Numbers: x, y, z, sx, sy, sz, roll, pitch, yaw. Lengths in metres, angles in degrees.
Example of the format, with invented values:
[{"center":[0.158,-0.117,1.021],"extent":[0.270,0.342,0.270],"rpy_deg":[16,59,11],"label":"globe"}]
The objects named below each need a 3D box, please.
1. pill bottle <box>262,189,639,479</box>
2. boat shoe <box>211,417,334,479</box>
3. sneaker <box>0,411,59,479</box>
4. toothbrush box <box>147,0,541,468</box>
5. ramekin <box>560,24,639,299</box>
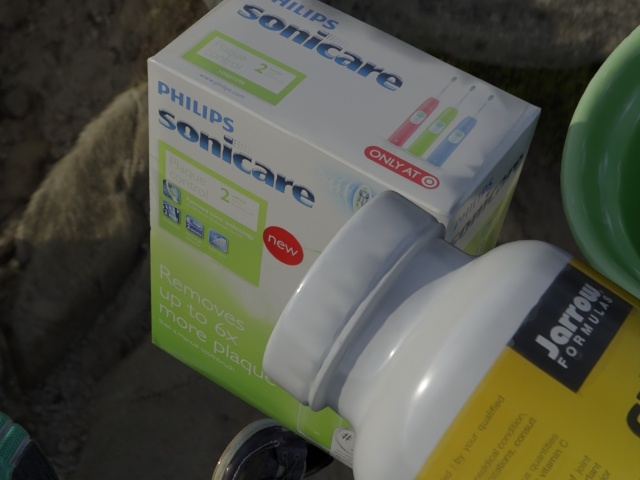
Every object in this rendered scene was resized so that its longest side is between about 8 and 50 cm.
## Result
[{"center":[0.076,0.065,0.345],"extent":[0.184,0.103,0.103],"rpy_deg":[35,78,13],"label":"pill bottle"},{"center":[-0.062,0.331,1.692],"extent":[0.092,0.285,0.103],"rpy_deg":[30,101,22],"label":"boat shoe"},{"center":[-0.280,0.151,0.838],"extent":[0.223,0.098,0.083],"rpy_deg":[37,74,4],"label":"sneaker"},{"center":[0.000,0.000,0.749],"extent":[0.206,0.283,0.122],"rpy_deg":[30,50,17],"label":"toothbrush box"},{"center":[0.330,-0.037,0.747],"extent":[0.303,0.148,0.303],"rpy_deg":[-20,49,25],"label":"ramekin"}]
